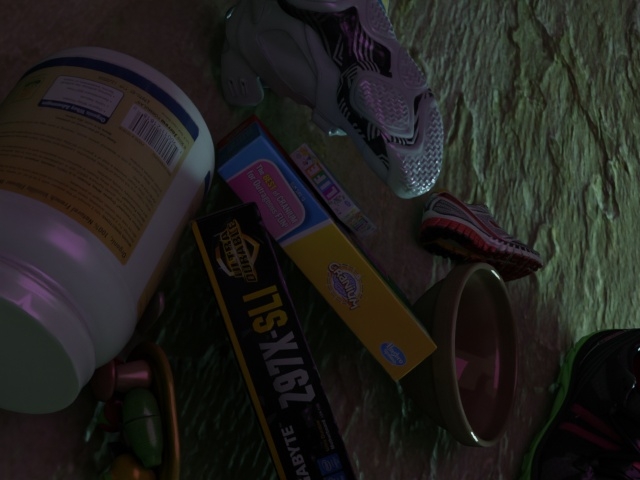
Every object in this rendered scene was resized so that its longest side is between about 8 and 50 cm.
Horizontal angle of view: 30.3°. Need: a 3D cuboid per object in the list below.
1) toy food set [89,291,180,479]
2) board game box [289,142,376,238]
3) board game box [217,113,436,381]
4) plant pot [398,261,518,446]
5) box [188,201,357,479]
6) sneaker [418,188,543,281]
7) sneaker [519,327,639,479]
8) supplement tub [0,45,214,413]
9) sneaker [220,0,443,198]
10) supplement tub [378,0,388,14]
[{"bbox_3d":[-0.203,0.171,1.194,0.071,0.128,0.218,5,65,-32],"label":"toy food set"},{"bbox_3d":[0.018,-0.060,1.488,0.103,0.026,0.154,52,4,15],"label":"board game box"},{"bbox_3d":[0.000,0.000,1.412,0.316,0.064,0.242,50,4,-13],"label":"board game box"},{"bbox_3d":[0.169,0.149,1.536,0.237,0.110,0.237,15,72,-60],"label":"plant pot"},{"bbox_3d":[-0.049,0.138,1.270,0.079,0.257,0.322,-19,82,-7],"label":"box"},{"bbox_3d":[0.242,-0.009,1.729,0.225,0.088,0.093,27,52,-31],"label":"sneaker"},{"bbox_3d":[0.417,0.293,1.655,0.185,0.202,0.483,40,47,-21],"label":"sneaker"},{"bbox_3d":[-0.257,-0.013,1.155,0.228,0.228,0.316,42,46,-20],"label":"supplement tub"},{"bbox_3d":[0.005,-0.194,1.504,0.137,0.210,0.366,-21,82,-47],"label":"sneaker"},{"bbox_3d":[0.028,-0.368,1.668,0.144,0.144,0.199,30,51,-29],"label":"supplement tub"}]
